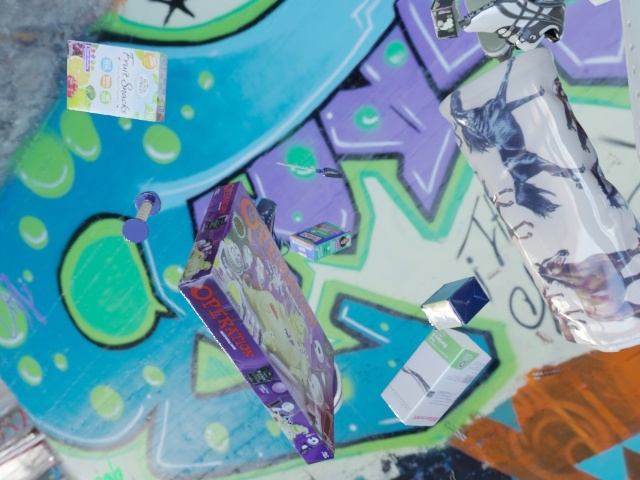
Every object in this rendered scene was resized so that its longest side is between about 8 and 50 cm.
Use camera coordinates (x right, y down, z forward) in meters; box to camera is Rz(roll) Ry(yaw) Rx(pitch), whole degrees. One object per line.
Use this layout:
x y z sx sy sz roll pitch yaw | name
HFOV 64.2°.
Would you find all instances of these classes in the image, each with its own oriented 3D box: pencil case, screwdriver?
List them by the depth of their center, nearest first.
0.320 -0.065 0.691 0.183 0.410 0.160 -18 168 -46 | pencil case
-0.025 -0.168 1.228 0.024 0.170 0.025 -120 -143 -59 | screwdriver

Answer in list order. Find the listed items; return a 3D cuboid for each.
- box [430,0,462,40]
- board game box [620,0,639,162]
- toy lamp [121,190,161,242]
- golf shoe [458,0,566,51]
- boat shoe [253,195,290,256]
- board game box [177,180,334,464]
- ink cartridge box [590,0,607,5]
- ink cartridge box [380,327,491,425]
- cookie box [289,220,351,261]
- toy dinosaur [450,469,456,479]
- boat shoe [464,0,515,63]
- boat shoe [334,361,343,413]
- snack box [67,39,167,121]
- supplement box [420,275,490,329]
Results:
0.300 -0.531 1.211 0.083 0.052 0.062 57 46 -46 | box
0.497 -0.315 0.683 0.050 0.390 0.390 -7 -178 15 | board game box
-0.506 -0.079 1.469 0.080 0.080 0.275 -42 -155 10 | toy lamp
0.338 -0.370 0.880 0.198 0.094 0.077 -13 -171 -7 | golf shoe
-0.098 0.034 0.844 0.258 0.089 0.109 111 4 -47 | boat shoe
-0.062 0.114 0.691 0.056 0.347 0.208 -20 -148 10 | board game box
0.667 -0.595 1.064 0.171 0.056 0.235 -50 -173 16 | ink cartridge box
0.333 0.393 1.473 0.198 0.115 0.273 26 105 -47 | ink cartridge box
0.000 0.000 1.143 0.107 0.040 0.092 -24 -150 -32 | cookie box
0.454 0.753 1.353 0.160 0.121 0.313 -39 -145 14 | toy dinosaur
0.369 -0.492 1.109 0.081 0.228 0.068 -15 163 33 | boat shoe
-0.097 0.326 1.500 0.187 0.156 0.500 -43 -140 3 | boat shoe
-0.306 -0.240 0.769 0.037 0.141 0.100 -69 168 -74 | snack box
0.247 0.116 0.940 0.083 0.056 0.083 -34 -178 -31 | supplement box
